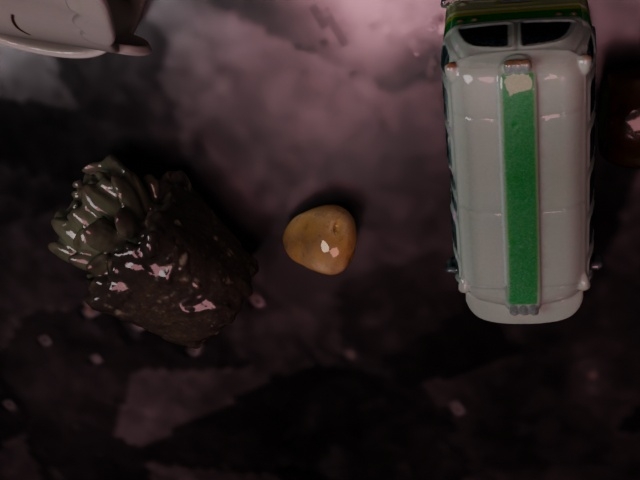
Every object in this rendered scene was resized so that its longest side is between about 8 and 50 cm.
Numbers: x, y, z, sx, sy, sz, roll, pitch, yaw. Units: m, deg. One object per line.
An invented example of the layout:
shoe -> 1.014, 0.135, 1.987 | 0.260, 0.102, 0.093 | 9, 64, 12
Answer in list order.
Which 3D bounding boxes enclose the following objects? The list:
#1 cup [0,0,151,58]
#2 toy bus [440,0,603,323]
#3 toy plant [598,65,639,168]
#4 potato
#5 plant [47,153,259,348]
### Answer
cup -> -0.250, -0.255, 0.830 | 0.257, 0.219, 0.290 | 10, 153, 4
toy bus -> 0.170, -0.064, 0.885 | 0.133, 0.165, 0.276 | -2, 119, 12
toy plant -> 0.323, -0.104, 0.879 | 0.162, 0.093, 0.093 | 3, 121, 8
potato -> 0.000, 0.000, 1.012 | 0.083, 0.068, 0.062 | 1, 161, 25
plant -> -0.164, 0.010, 1.004 | 0.194, 0.132, 0.129 | 37, 117, -18
